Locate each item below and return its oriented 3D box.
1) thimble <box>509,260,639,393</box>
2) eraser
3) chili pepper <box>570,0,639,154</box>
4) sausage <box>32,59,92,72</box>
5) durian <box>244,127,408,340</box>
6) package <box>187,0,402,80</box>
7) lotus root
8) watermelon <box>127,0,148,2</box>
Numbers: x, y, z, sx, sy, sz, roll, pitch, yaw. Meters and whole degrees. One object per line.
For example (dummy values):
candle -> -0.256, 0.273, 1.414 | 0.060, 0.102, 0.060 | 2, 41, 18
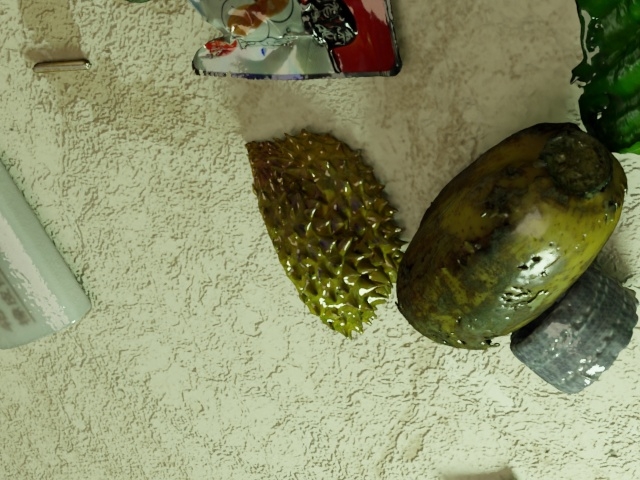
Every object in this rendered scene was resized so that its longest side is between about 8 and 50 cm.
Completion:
thimble -> 0.297, 0.101, 1.503 | 0.097, 0.150, 0.150 | 37, 129, -2
eraser -> -0.476, 0.021, 1.892 | 0.174, 0.095, 0.270 | -19, 110, 32
chili pepper -> 0.367, -0.241, 1.241 | 0.167, 0.213, 0.385 | -5, 152, -18
sausage -> -0.346, -0.233, 1.713 | 0.100, 0.015, 0.015 | 0, 119, 27
durian -> 0.007, 0.001, 1.593 | 0.153, 0.186, 0.260 | -24, 120, 43
package -> -0.044, -0.273, 1.504 | 0.269, 0.071, 0.194 | -8, 118, 17
lotus root -> 0.198, 0.005, 1.440 | 0.179, 0.196, 0.397 | 46, 149, 6
watermelon -> -0.236, -0.333, 1.554 | 0.110, 0.078, 0.078 | 26, 128, 12
